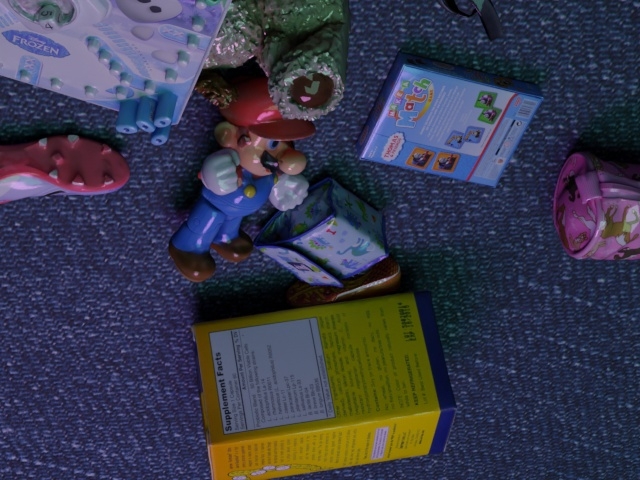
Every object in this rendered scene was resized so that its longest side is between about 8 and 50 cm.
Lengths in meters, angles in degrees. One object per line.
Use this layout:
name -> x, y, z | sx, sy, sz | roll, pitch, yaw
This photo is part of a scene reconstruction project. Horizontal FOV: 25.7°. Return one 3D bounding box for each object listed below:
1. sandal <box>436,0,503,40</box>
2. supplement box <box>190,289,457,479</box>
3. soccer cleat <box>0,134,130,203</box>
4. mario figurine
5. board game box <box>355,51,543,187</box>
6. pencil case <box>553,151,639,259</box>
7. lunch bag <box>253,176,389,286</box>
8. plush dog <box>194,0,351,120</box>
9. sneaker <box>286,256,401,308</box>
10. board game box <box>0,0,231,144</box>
sandal -> 0.142, -0.345, 1.725 | 0.054, 0.097, 0.254 | -34, 118, 15
supplement box -> 0.000, 0.220, 2.071 | 0.356, 0.194, 0.195 | -7, 153, -6
soccer cleat -> -0.378, -0.087, 1.846 | 0.248, 0.083, 0.095 | -2, 160, -17
mario figurine -> -0.086, -0.073, 1.842 | 0.170, 0.198, 0.320 | 18, 129, -10
board game box -> 0.175, -0.162, 1.919 | 0.211, 0.039, 0.160 | 10, 127, -21
pencil case -> 0.527, -0.043, 2.021 | 0.386, 0.160, 0.167 | 1, 121, -13
lunch bag -> 0.000, 0.000, 1.989 | 0.151, 0.096, 0.129 | -29, 134, 29
plush dog -> -0.082, -0.282, 1.694 | 0.225, 0.210, 0.262 | -5, 110, 12
sneaker -> 0.036, 0.076, 2.079 | 0.175, 0.064, 0.067 | -11, 142, 1
board game box -> -0.310, -0.264, 1.565 | 0.390, 0.050, 0.390 | 17, 151, -11
